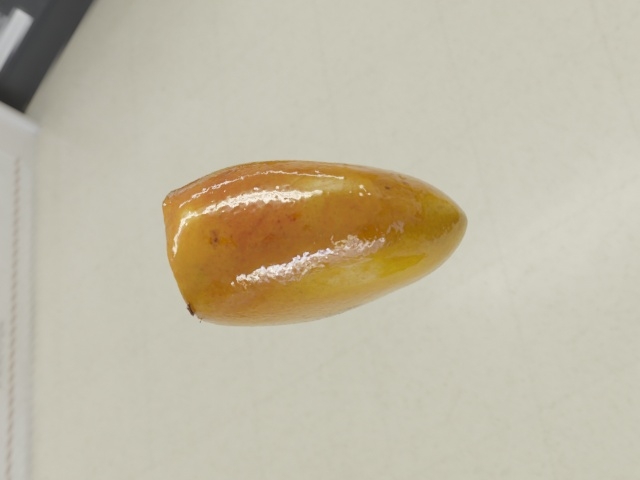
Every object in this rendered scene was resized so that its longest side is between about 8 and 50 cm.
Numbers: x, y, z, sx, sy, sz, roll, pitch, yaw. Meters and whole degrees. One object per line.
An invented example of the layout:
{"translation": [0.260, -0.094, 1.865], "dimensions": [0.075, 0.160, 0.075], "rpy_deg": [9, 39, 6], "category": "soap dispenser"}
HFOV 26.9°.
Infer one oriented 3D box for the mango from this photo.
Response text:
{"translation": [0.000, 0.000, 1.197], "dimensions": [0.257, 0.187, 0.138], "rpy_deg": [-13, 53, 18], "category": "mango"}
